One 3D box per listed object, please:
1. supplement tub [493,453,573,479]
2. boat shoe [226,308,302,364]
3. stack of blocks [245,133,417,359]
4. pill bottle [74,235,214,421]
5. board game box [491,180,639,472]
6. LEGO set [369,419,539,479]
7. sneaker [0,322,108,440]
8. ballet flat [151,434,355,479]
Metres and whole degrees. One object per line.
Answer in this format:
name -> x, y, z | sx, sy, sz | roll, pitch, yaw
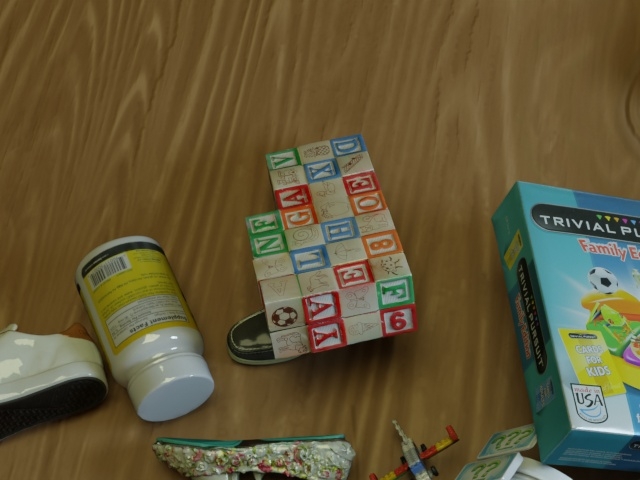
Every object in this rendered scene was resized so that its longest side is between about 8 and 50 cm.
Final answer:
supplement tub -> 0.199, 0.346, 1.502 | 0.144, 0.144, 0.199 | 23, 65, 18
boat shoe -> -0.011, 0.089, 1.714 | 0.224, 0.073, 0.080 | -14, 60, -2
stack of blocks -> 0.000, 0.000, 1.696 | 0.171, 0.087, 0.297 | -11, 38, -3
pill bottle -> -0.212, 0.108, 1.703 | 0.119, 0.119, 0.208 | -23, 61, -7
board game box -> 0.348, 0.098, 1.581 | 0.254, 0.079, 0.336 | 8, 50, -18
LEGO set -> 0.110, 0.257, 1.534 | 0.060, 0.244, 0.182 | 57, 45, -11
sneaker -> -0.410, 0.176, 1.709 | 0.290, 0.106, 0.123 | -14, 50, -10
ballet flat -> -0.080, 0.264, 1.622 | 0.241, 0.091, 0.077 | -2, 82, 10
